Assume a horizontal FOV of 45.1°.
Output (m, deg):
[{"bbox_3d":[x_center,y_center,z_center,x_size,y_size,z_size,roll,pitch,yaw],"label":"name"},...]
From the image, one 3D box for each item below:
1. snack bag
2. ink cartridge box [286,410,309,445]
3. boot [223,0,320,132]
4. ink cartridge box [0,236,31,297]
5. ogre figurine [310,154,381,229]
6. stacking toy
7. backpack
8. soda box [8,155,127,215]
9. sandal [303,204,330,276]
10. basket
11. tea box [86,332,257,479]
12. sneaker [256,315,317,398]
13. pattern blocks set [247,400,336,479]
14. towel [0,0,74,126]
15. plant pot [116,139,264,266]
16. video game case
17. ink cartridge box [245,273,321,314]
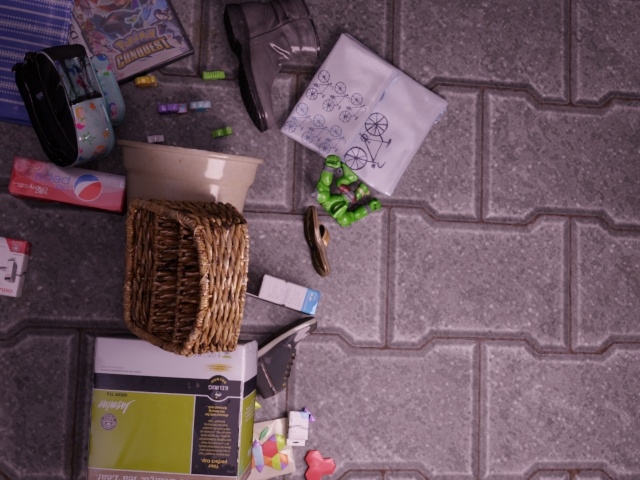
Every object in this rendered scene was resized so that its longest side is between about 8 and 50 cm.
[{"bbox_3d":[0.118,-0.318,1.982,0.343,0.037,0.323,33,80,-5],"label":"snack bag"},{"bbox_3d":[-0.055,0.455,1.864,0.048,0.028,0.083,4,81,-12],"label":"ink cartridge box"},{"bbox_3d":[-0.098,-0.452,1.923,0.223,0.118,0.338,-13,91,-15],"label":"boot"},{"bbox_3d":[-0.740,0.061,1.797,0.099,0.056,0.135,9,83,-9],"label":"ink cartridge box"},{"bbox_3d":[0.054,-0.113,1.918,0.118,0.197,0.097,-47,49,-4],"label":"ogre figurine"},{"bbox_3d":[-0.334,-0.329,1.901,0.221,0.052,0.167,-8,87,-11],"label":"stacking toy"},{"bbox_3d":[-0.558,-0.296,1.742,0.191,0.225,0.253,-19,96,-40],"label":"backpack"},{"bbox_3d":[-0.591,-0.127,1.825,0.263,0.083,0.092,10,84,-9],"label":"soda box"},{"bbox_3d":[0.000,0.000,1.921,0.049,0.072,0.180,-14,89,-26],"label":"sandal"},{"bbox_3d":[-0.276,0.079,1.558,0.223,0.213,0.299,2,108,-20],"label":"basket"},{"bbox_3d":[-0.321,0.378,1.726,0.329,0.220,0.323,3,85,3],"label":"tea box"},{"bbox_3d":[-0.081,0.283,1.880,0.222,0.083,0.118,-34,96,-1],"label":"sneaker"},{"bbox_3d":[-0.152,0.516,1.869,0.325,0.026,0.285,-24,89,-10],"label":"pattern blocks set"},{"bbox_3d":[-0.727,-0.448,1.836,0.243,0.040,0.336,9,91,-6],"label":"towel"},{"bbox_3d":[-0.311,-0.058,1.767,0.334,0.334,0.305,6,95,-9],"label":"plant pot"},{"bbox_3d":[-0.488,-0.522,1.901,0.275,0.035,0.248,-26,89,-10],"label":"video game case"},{"bbox_3d":[-0.098,0.127,1.872,0.180,0.104,0.060,19,82,-8],"label":"ink cartridge box"}]
